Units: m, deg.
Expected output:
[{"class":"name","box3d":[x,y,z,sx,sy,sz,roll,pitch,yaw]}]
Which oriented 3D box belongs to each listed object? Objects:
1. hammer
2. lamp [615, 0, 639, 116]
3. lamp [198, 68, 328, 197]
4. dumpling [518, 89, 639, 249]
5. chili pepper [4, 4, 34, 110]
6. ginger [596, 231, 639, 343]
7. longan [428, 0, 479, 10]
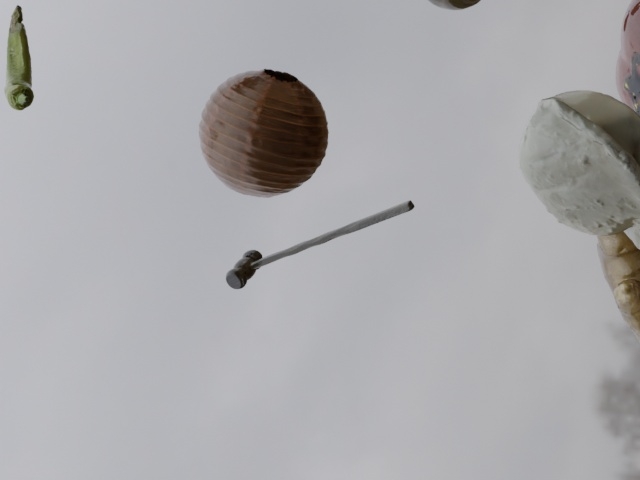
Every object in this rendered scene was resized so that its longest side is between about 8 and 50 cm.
[{"class":"hammer","box3d":[0.000,0.000,2.218,0.029,0.292,0.058,55,-139,-17]},{"class":"lamp","box3d":[0.476,-0.187,2.005,0.239,0.305,0.305,-25,-54,-38]},{"class":"lamp","box3d":[-0.058,-0.111,1.869,0.136,0.136,0.136,6,-90,-76]},{"class":"dumpling","box3d":[0.255,-0.065,1.643,0.092,0.150,0.176,-37,-38,-33]},{"class":"chili pepper","box3d":[-0.420,-0.242,2.528,0.208,0.043,0.049,-104,-10,-45]},{"class":"ginger","box3d":[0.372,0.049,2.105,0.148,0.081,0.334,-15,-94,-82]},{"class":"longan","box3d":[0.170,-0.360,2.417,0.119,0.106,0.106,-112,12,-47]}]
